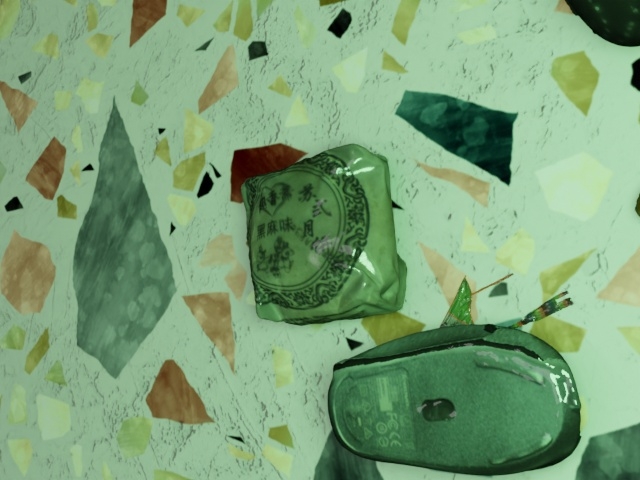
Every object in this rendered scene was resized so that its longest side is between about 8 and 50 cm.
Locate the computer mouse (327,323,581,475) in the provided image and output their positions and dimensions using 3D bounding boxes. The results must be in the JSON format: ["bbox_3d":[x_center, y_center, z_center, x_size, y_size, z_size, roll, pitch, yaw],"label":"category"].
[{"bbox_3d":[0.181,0.214,1.326,0.374,0.114,0.203,-5,90,33],"label":"computer mouse"}]

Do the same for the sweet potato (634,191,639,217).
[{"bbox_3d":[0.488,-0.068,1.180,0.233,0.062,0.081,-25,70,28],"label":"sweet potato"}]

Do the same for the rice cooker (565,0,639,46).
[{"bbox_3d":[0.385,-0.371,1.176,0.224,0.267,0.267,-27,69,26],"label":"rice cooker"}]

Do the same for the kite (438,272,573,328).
[{"bbox_3d":[0.241,0.135,1.364,0.244,0.006,0.198,-27,69,30],"label":"kite"}]

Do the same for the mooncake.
[{"bbox_3d":[-0.004,-0.001,1.480,0.254,0.136,0.250,-16,71,33],"label":"mooncake"}]
